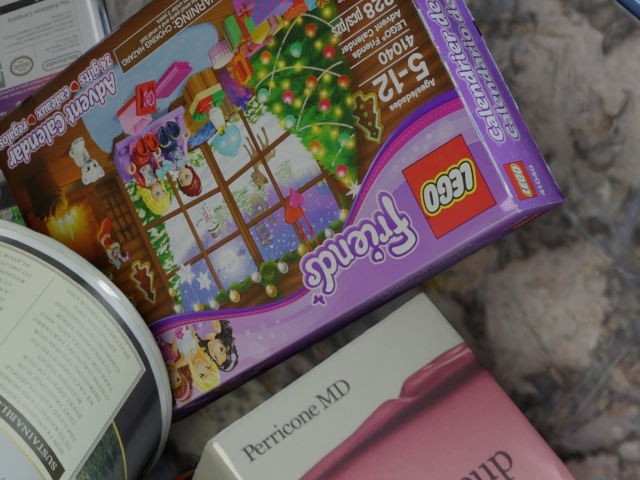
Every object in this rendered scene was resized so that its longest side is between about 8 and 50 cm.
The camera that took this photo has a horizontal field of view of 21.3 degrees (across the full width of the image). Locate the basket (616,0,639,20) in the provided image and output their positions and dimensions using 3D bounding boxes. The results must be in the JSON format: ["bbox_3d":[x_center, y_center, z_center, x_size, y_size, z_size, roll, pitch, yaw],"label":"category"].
[{"bbox_3d":[0.292,-0.138,0.799,0.255,0.201,0.289,-44,84,0],"label":"basket"}]

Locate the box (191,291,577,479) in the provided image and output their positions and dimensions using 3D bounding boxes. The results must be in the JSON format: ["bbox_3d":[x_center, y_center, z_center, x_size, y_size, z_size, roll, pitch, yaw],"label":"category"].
[{"bbox_3d":[0.058,0.171,0.882,0.148,0.127,0.232,-34,77,-22],"label":"box"}]

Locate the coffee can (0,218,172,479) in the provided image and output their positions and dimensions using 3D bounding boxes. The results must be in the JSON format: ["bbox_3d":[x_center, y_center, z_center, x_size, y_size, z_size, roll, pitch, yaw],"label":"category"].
[{"bbox_3d":[-0.215,0.140,0.841,0.201,0.275,0.202,10,124,15],"label":"coffee can"}]

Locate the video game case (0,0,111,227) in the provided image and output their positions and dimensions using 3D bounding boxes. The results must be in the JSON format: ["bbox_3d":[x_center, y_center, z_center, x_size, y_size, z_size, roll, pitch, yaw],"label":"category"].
[{"bbox_3d":[-0.215,-0.073,1.061,0.201,0.023,0.184,-16,84,16],"label":"video game case"}]

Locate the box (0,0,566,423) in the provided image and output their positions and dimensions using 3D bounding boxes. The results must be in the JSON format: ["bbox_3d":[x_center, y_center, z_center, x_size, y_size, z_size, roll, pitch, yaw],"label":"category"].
[{"bbox_3d":[-0.037,-0.042,0.916,0.293,0.057,0.201,-32,79,33],"label":"box"}]

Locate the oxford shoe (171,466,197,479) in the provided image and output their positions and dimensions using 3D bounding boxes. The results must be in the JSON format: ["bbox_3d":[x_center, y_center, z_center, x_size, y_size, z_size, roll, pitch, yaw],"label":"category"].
[{"bbox_3d":[-0.117,0.215,0.979,0.271,0.098,0.097,-41,76,12],"label":"oxford shoe"}]
